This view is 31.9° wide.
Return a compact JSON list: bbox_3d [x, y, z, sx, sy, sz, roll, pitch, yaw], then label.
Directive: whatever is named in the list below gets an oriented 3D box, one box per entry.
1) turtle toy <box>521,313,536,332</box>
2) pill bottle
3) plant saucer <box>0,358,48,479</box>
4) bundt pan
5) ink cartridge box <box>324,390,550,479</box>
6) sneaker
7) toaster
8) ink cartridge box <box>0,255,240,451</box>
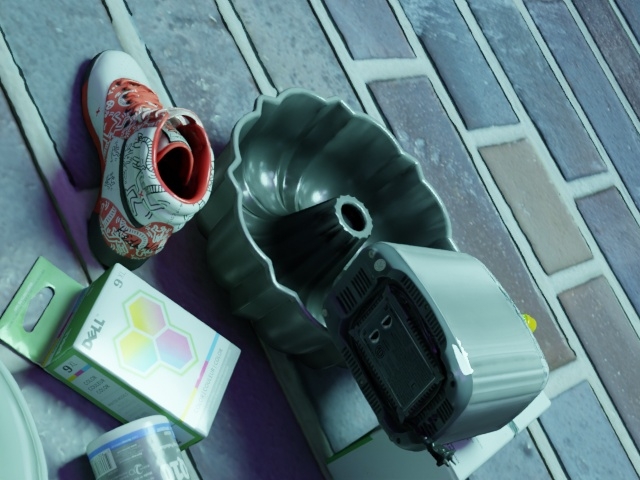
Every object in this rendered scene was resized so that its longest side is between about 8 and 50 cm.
[{"bbox_3d":[0.220,0.134,1.412,0.095,0.066,0.130,28,47,-25],"label":"turtle toy"},{"bbox_3d":[-0.147,0.230,0.981,0.078,0.078,0.137,-9,70,-47],"label":"pill bottle"},{"bbox_3d":[-0.361,0.166,0.803,0.400,0.100,0.400,24,49,-31],"label":"plant saucer"},{"bbox_3d":[0.000,0.000,1.249,0.331,0.124,0.331,24,49,-30],"label":"bundt pan"},{"bbox_3d":[0.130,0.208,1.208,0.208,0.153,0.087,-22,78,-50],"label":"ink cartridge box"},{"bbox_3d":[-0.172,-0.114,1.144,0.090,0.145,0.270,18,51,-35],"label":"sneaker"},{"bbox_3d":[0.117,0.104,1.070,0.146,0.129,0.227,-1,48,-41],"label":"toaster"},{"bbox_3d":[-0.185,0.097,1.049,0.209,0.062,0.109,38,43,-18],"label":"ink cartridge box"}]
